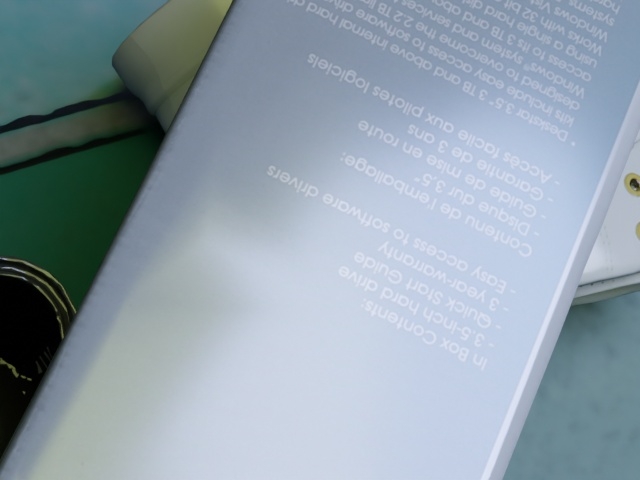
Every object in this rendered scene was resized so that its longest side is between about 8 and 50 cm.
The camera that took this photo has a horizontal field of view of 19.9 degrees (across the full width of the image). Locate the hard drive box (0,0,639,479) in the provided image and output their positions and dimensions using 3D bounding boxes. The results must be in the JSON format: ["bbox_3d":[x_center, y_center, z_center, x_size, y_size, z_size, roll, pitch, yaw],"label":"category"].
[{"bbox_3d":[0.000,0.000,0.439,0.089,0.181,0.232,26,70,-4],"label":"hard drive box"}]

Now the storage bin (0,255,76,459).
[{"bbox_3d":[-0.155,0.082,0.515,0.180,0.084,0.122,-8,76,-19],"label":"storage bin"}]

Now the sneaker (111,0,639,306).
[{"bbox_3d":[0.096,-0.068,0.626,0.292,0.108,0.169,-33,87,-12],"label":"sneaker"}]
